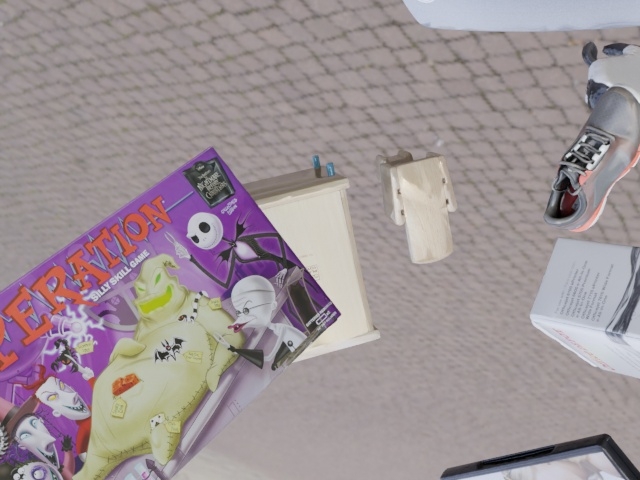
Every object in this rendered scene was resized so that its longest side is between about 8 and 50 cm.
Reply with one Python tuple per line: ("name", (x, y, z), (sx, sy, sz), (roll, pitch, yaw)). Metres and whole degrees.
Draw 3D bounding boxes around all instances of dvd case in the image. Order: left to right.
("dvd case", (0.259, 0.296, 0.966), (0.180, 0.022, 0.253), (50, 143, -5))

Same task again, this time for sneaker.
("sneaker", (0.264, -0.076, 0.892), (0.065, 0.158, 0.061), (-7, -149, -45))

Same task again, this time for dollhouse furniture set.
("dollhouse furniture set", (0.000, 0.000, 1.210), (0.286, 0.198, 0.303), (-14, -167, -10))

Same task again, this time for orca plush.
("orca plush", (0.447, -0.236, 1.429), (0.151, 0.287, 0.102), (29, 124, -6))

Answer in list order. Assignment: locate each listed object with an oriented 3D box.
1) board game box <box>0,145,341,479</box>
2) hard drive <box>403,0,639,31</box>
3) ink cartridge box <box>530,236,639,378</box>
("board game box", (-0.157, 0.089, 0.787), (0.208, 0.347, 0.056), (50, 146, -2))
("hard drive", (0.181, -0.191, 0.557), (0.254, 0.172, 0.054), (-1, 134, 17))
("ink cartridge box", (0.467, 0.109, 1.187), (0.307, 0.129, 0.223), (9, 163, 48))
